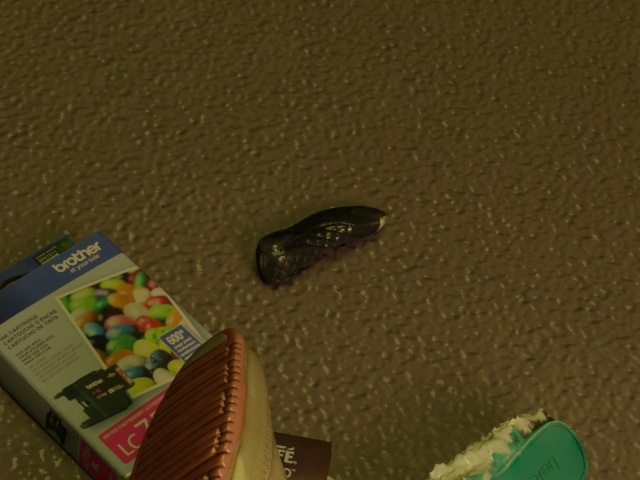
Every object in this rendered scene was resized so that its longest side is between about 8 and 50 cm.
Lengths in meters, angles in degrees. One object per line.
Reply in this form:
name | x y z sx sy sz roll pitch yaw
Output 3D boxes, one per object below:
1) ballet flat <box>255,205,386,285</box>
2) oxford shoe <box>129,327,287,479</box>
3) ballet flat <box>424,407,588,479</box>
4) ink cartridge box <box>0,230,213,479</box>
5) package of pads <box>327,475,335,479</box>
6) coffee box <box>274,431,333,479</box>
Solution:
ballet flat | 0.000 0.000 2.065 0.173 0.049 0.057 -21 27 -31
oxford shoe | -0.077 0.257 1.635 0.146 0.140 0.397 30 43 -29
ballet flat | 0.106 0.285 1.729 0.147 0.147 0.409 36 36 21
ink cartridge box | -0.229 0.109 1.913 0.186 0.065 0.311 -33 59 -32
package of pads | 0.016 0.265 1.830 0.083 0.032 0.050 32 56 19
coffee box | -0.079 0.300 1.720 0.141 0.098 0.246 10 56 -1
